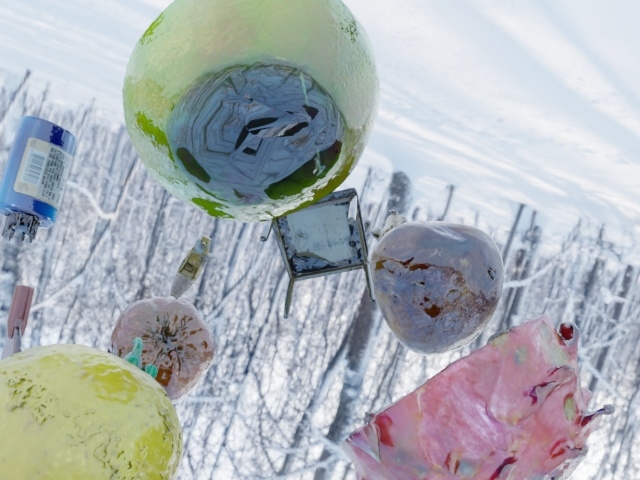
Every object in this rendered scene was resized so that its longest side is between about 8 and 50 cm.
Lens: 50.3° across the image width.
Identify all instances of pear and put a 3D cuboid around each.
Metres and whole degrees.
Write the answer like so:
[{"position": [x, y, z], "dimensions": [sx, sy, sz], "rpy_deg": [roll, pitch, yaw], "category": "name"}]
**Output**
[{"position": [-0.081, -0.180, 0.978], "dimensions": [0.398, 0.399, 0.165], "rpy_deg": [16, -157, -23], "category": "pear"}]

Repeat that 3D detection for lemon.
[{"position": [-0.314, 0.254, 0.827], "dimensions": [0.310, 0.258, 0.258], "rpy_deg": [9, 179, 27], "category": "lemon"}]

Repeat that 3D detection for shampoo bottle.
[{"position": [-0.413, -0.085, 0.985], "dimensions": [0.087, 0.183, 0.050], "rpy_deg": [25, 150, -38], "category": "shampoo bottle"}]

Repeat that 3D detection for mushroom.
[{"position": [0.269, 0.086, 1.628], "dimensions": [0.345, 0.346, 0.259], "rpy_deg": [16, -173, -22], "category": "mushroom"}]

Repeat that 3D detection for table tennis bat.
[{"position": [-0.806, 0.322, 1.765], "dimensions": [0.051, 0.415, 0.268], "rpy_deg": [13, 166, -29], "category": "table tennis bat"}]

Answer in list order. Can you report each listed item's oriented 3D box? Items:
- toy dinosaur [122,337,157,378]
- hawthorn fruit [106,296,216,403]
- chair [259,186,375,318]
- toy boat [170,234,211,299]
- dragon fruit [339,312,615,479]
[{"position": [-0.319, 0.218, 1.111], "dimensions": [0.096, 0.132, 0.059], "rpy_deg": [-14, 139, 43], "category": "toy dinosaur"}, {"position": [-0.365, 0.254, 1.562], "dimensions": [0.258, 0.258, 0.262], "rpy_deg": [18, 170, 6], "category": "hawthorn fruit"}, {"position": [0.000, 0.000, 1.253], "dimensions": [0.188, 0.166, 0.272], "rpy_deg": [-12, -161, 7], "category": "chair"}, {"position": [-0.276, 0.058, 1.455], "dimensions": [0.047, 0.149, 0.049], "rpy_deg": [30, 179, -7], "category": "toy boat"}, {"position": [0.224, 0.280, 0.966], "dimensions": [0.386, 0.371, 0.249], "rpy_deg": [-17, -114, -42], "category": "dragon fruit"}]
